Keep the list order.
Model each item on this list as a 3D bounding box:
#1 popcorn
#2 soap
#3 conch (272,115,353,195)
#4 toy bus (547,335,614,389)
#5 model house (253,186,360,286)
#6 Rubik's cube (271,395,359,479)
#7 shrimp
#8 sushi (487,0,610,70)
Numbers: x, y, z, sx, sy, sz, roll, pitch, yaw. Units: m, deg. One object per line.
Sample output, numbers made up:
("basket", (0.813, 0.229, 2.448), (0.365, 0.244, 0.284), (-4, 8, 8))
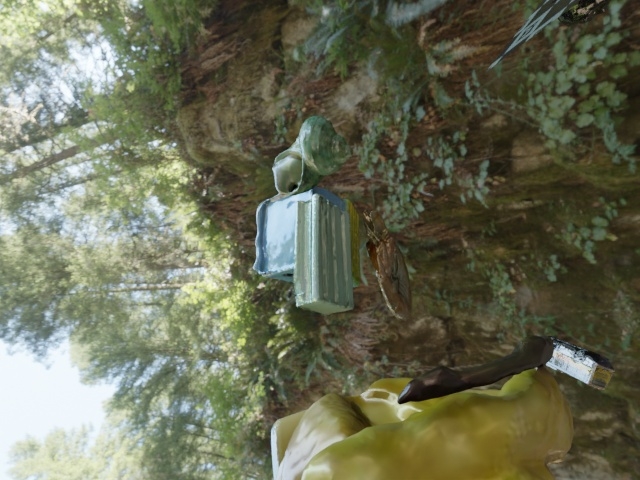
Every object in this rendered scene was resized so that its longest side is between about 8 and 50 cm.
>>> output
("popcorn", (0.110, 0.252, 0.345), (0.349, 0.348, 0.382), (28, -95, -54))
("soap", (0.005, 0.028, 0.748), (0.114, 0.063, 0.199), (27, -125, -47))
("conch", (-0.018, -0.190, 0.925), (0.121, 0.188, 0.176), (26, -114, -23))
("toy bus", (0.578, 0.276, 0.933), (0.172, 0.057, 0.072), (-164, 96, -81))
("model house", (0.000, 0.000, 1.125), (0.303, 0.215, 0.238), (19, -118, -38))
("Rubik's cube", (0.077, 0.622, 0.960), (0.352, 0.346, 0.352), (-119, 21, -67))
("shrimp", (0.169, 0.066, 1.028), (0.318, 0.077, 0.168), (62, -155, -22))
("sushi", (0.440, -0.398, 0.537), (0.064, 0.359, 0.343), (41, -103, -8))
